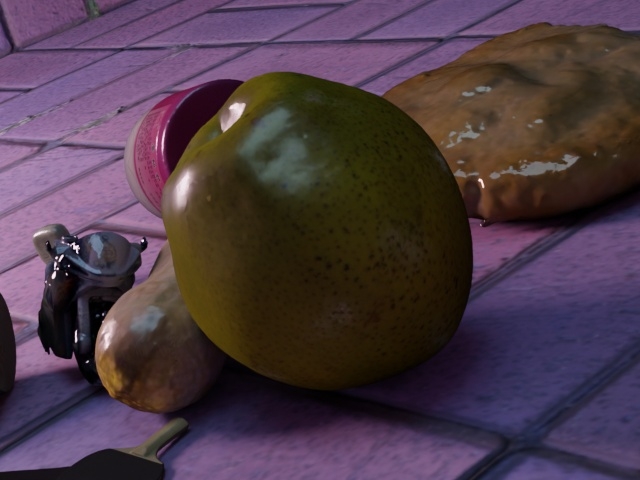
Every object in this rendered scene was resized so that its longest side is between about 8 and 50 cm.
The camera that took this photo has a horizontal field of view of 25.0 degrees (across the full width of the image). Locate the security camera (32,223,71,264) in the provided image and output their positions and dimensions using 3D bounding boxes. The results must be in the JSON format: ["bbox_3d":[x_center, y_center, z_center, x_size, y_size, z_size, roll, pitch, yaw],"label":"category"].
[{"bbox_3d":[-0.312,0.022,1.758,0.058,0.092,0.058,-16,18,5],"label":"security camera"}]

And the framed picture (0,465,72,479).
[{"bbox_3d":[-0.372,0.290,1.205,0.255,0.014,0.339,-8,21,24],"label":"framed picture"}]

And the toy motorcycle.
[{"bbox_3d":[-0.249,0.050,1.544,0.106,0.159,0.270,-1,16,-20],"label":"toy motorcycle"}]

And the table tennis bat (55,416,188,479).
[{"bbox_3d":[-0.170,0.198,1.272,0.087,0.013,0.156,10,28,34],"label":"table tennis bat"}]

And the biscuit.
[{"bbox_3d":[0.259,-0.155,1.698,0.446,0.104,0.429,-23,30,-22],"label":"biscuit"}]

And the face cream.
[{"bbox_3d":[-0.142,-0.104,1.800,0.175,0.175,0.195,-25,8,-23],"label":"face cream"}]

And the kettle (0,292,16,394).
[{"bbox_3d":[-0.451,0.140,1.505,0.243,0.160,0.211,-9,39,5],"label":"kettle"}]

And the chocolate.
[{"bbox_3d":[-0.123,0.066,1.441,0.134,0.134,0.309,-9,24,21],"label":"chocolate"}]

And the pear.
[{"bbox_3d":[0.000,0.000,1.290,0.294,0.294,0.294,-15,20,5],"label":"pear"}]
